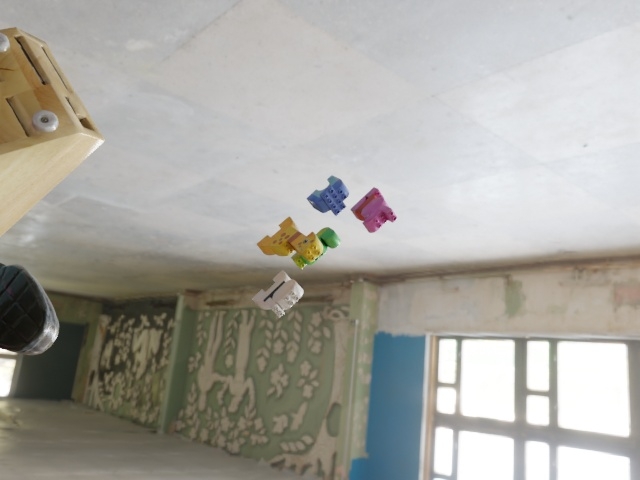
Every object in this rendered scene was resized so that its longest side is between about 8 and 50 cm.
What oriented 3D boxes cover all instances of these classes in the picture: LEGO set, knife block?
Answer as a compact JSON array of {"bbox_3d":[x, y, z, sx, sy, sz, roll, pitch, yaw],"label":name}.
[{"bbox_3d":[0.000,0.000,0.712,0.087,0.227,0.093,52,170,-31],"label":"LEGO set"},{"bbox_3d":[-0.297,-0.001,0.376,0.276,0.088,0.242,-27,167,-30],"label":"knife block"}]

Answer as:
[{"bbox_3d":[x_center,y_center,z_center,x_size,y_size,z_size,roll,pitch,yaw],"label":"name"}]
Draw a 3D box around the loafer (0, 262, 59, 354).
[{"bbox_3d":[-0.259,0.054,0.471,0.170,0.062,0.061,23,157,39],"label":"loafer"}]
